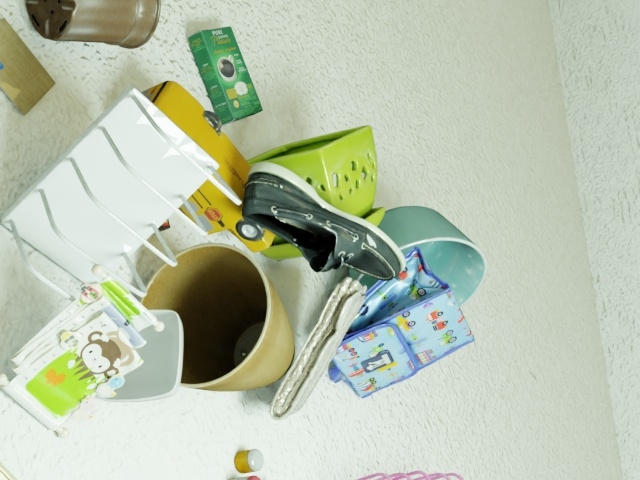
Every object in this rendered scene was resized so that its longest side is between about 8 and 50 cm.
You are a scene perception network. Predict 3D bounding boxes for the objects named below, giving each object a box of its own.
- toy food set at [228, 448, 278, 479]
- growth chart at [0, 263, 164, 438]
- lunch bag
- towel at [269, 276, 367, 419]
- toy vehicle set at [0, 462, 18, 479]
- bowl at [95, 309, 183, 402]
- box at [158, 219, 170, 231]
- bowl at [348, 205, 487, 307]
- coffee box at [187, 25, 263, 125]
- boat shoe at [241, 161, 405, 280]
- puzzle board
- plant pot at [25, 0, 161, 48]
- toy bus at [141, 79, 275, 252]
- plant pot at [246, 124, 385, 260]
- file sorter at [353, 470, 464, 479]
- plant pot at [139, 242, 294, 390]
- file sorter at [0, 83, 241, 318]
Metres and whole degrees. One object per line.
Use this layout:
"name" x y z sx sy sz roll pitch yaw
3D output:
"toy food set" -0.075 0.471 1.712 0.111 0.104 0.232 -22 94 -57
"growth chart" -0.334 0.162 1.410 0.172 0.237 0.021 43 1 -34
"lunch bag" 0.137 0.189 2.027 0.138 0.293 0.221 55 -1 39
"towel" 0.001 0.196 1.811 0.282 0.049 0.187 -61 170 -1
"toy vehicle set" -0.422 0.404 1.300 0.267 0.035 0.166 56 37 -24
"bowl" -0.274 0.182 1.537 0.053 0.142 0.142 59 28 -65
"box" -0.316 -0.059 1.672 0.137 0.027 0.094 -4 77 -56
"bowl" 0.185 0.042 2.155 0.311 0.311 0.163 31 30 -45
"coffee box" -0.187 -0.327 1.970 0.113 0.040 0.184 -32 103 -56
"boat shoe" 0.002 -0.001 1.754 0.340 0.127 0.113 37 56 -26
"puzzle board" -0.477 -0.269 1.548 0.128 0.011 0.096 54 39 -25
"plant pot" -0.375 -0.392 1.627 0.165 0.167 0.167 -18 90 -50
"toy bus" -0.206 -0.120 1.766 0.333 0.130 0.108 52 38 -28
"plant pot" -0.014 -0.087 1.956 0.227 0.228 0.207 -34 111 -56
"file sorter" 0.159 0.555 1.927 0.290 0.182 0.202 16 56 -52
"plant pot" -0.145 0.159 1.676 0.254 0.237 0.237 47 38 -60
"file sorter" -0.284 -0.040 1.444 0.193 0.277 0.173 43 4 -36
